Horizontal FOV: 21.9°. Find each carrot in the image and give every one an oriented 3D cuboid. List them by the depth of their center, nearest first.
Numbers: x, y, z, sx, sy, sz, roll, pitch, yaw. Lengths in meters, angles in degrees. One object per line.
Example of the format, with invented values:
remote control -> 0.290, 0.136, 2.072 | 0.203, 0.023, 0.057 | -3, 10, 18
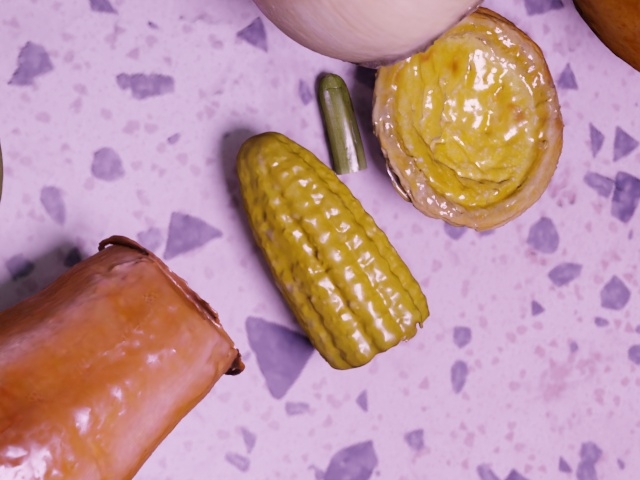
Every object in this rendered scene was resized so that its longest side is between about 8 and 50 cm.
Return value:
carrot -> -0.194, 0.115, 1.184 | 0.254, 0.196, 0.196 | -42, 106, -20

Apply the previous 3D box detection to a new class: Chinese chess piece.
Chinese chess piece -> 0.057, -0.262, 1.244 | 0.112, 0.270, 0.270 | 34, 77, -31

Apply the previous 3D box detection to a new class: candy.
candy -> 0.000, 0.000, 1.314 | 0.094, 0.106, 0.199 | -38, 101, -38

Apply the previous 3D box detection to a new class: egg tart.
egg tart -> 0.116, -0.103, 1.376 | 0.191, 0.074, 0.191 | 0, 89, -23

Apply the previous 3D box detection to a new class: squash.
squash -> 0.017, -0.097, 1.359 | 0.027, 0.027, 0.083 | -16, 97, -22

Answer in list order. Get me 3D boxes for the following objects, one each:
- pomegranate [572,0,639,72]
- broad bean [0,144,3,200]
pomegranate -> 0.305, -0.281, 1.337 | 0.322, 0.322, 0.322 | 0, 90, -23
broad bean -> -0.327, -0.045, 1.137 | 0.238, 0.119, 0.291 | 15, 74, -42
